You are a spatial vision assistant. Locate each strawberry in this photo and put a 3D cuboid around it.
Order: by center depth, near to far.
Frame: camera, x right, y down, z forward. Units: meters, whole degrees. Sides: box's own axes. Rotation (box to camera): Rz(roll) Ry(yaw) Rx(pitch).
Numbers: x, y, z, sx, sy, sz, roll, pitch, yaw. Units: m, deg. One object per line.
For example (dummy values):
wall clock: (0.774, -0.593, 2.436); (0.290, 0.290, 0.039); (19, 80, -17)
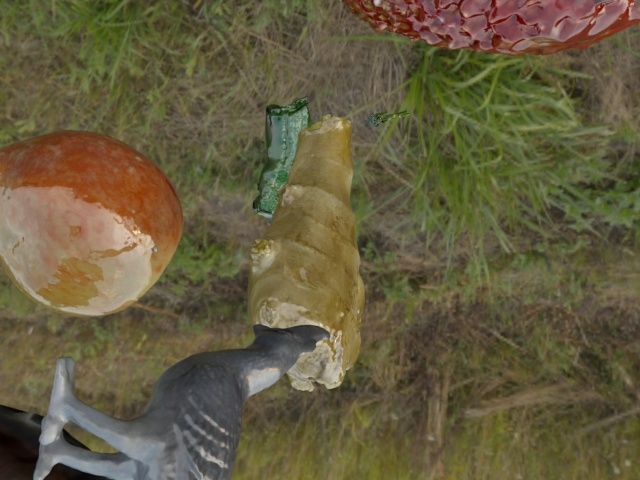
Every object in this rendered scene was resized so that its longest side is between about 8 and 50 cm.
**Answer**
strawberry: (0.157, -0.217, 0.626); (0.306, 0.137, 0.233); (-13, 163, 39)

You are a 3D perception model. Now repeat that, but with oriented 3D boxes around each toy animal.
toy animal: (-0.128, 0.171, 0.547); (0.206, 0.367, 0.081); (26, 138, -5)

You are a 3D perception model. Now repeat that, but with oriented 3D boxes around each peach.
peach: (-0.274, -0.021, 0.756); (0.232, 0.232, 0.232); (7, 141, 6)

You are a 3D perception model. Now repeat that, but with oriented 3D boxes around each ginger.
ginger: (0.018, 0.014, 0.913); (0.236, 0.375, 0.166); (43, 145, -24)

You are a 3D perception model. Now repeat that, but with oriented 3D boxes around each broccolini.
broccolini: (0.169, -0.296, 1.662); (0.035, 0.140, 0.030); (35, 130, 41)

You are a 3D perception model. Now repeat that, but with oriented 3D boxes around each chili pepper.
chili pepper: (-0.063, -0.147, 1.222); (0.098, 0.224, 0.061); (10, 178, 16)

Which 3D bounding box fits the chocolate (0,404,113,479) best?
chocolate: (-0.326, 0.308, 0.616); (0.284, 0.186, 0.283); (7, 115, 15)
